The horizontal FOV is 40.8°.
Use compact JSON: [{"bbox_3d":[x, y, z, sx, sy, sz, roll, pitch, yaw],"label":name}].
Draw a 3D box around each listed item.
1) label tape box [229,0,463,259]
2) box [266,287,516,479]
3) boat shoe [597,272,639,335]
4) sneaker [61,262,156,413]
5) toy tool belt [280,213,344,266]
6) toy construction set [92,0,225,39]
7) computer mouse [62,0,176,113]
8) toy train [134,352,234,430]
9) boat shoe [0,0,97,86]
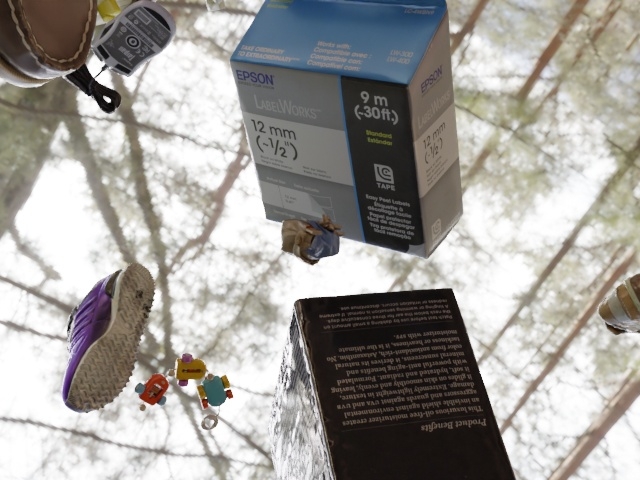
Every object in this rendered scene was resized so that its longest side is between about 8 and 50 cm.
[{"bbox_3d":[0.026,-0.166,1.018,0.249,0.347,0.115,15,-135,32],"label":"label tape box"},{"bbox_3d":[0.064,0.255,0.897,0.183,0.296,0.294,-3,-127,-12],"label":"box"},{"bbox_3d":[0.358,0.081,0.985,0.190,0.072,0.068,25,-141,-54],"label":"boat shoe"},{"bbox_3d":[-0.400,0.179,1.531,0.102,0.146,0.293,51,-139,-36],"label":"sneaker"},{"bbox_3d":[0.000,0.000,0.890,0.051,0.052,0.083,-8,168,35],"label":"toy tool belt"},{"bbox_3d":[-0.284,-0.358,1.166,0.328,0.215,0.151,-9,-111,-28],"label":"toy construction set"},{"bbox_3d":[-0.249,-0.244,1.094,0.106,0.193,0.042,42,-142,-26],"label":"computer mouse"},{"bbox_3d":[-0.233,0.256,1.486,0.166,0.125,0.046,33,-175,-29],"label":"toy train"},{"bbox_3d":[-0.184,-0.264,0.559,0.097,0.324,0.117,4,-168,27],"label":"boat shoe"}]
